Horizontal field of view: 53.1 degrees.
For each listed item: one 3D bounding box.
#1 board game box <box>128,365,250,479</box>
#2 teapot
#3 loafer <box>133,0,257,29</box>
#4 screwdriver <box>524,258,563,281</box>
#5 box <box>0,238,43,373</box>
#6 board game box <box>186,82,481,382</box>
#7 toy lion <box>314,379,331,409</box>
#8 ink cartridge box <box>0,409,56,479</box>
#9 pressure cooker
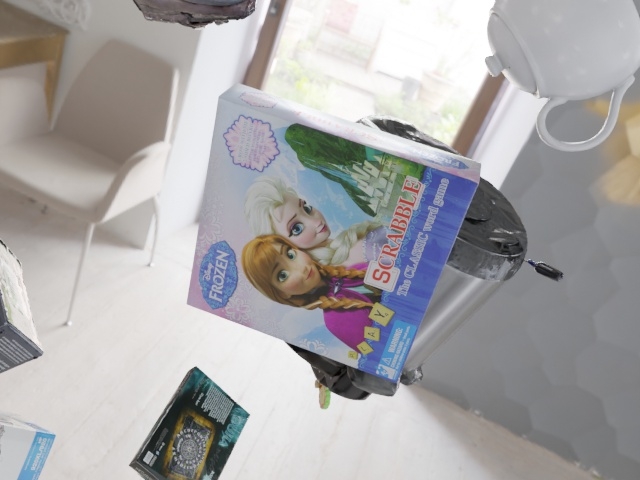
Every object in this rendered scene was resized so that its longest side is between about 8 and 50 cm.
[{"bbox_3d":[-0.189,0.297,0.964,0.126,0.026,0.186,46,37,-14],"label":"board game box"},{"bbox_3d":[0.336,-0.298,0.948,0.252,0.187,0.256,48,17,-41],"label":"teapot"},{"bbox_3d":[-0.207,-0.389,1.041,0.302,0.095,0.109,26,56,35],"label":"loafer"},{"bbox_3d":[0.370,0.031,1.170,0.024,0.025,0.170,23,10,-43],"label":"screwdriver"},{"bbox_3d":[-0.473,0.101,0.783,0.207,0.108,0.153,-22,61,-10],"label":"box"},{"bbox_3d":[0.000,0.000,0.828,0.318,0.318,0.066,19,31,7],"label":"board game box"},{"bbox_3d":[0.012,0.384,1.668,0.034,0.100,0.096,6,33,-14],"label":"toy lion"},{"bbox_3d":[-0.704,0.428,1.288,0.171,0.168,0.233,9,-18,37],"label":"ink cartridge box"},{"bbox_3d":[0.094,0.048,1.111,0.375,0.420,0.370,44,32,12],"label":"pressure cooker"}]
